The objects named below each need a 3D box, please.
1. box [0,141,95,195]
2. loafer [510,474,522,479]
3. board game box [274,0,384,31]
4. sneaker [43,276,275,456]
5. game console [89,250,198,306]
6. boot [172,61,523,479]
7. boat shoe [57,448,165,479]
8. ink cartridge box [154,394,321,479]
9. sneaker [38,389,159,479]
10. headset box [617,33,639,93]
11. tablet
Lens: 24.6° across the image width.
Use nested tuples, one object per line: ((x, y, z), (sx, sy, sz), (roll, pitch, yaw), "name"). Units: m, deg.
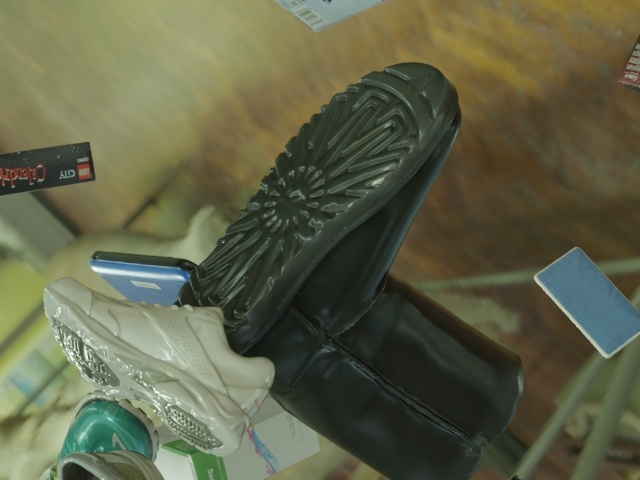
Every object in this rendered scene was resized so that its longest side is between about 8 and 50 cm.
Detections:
((-0.375, -0.061, 1.523), (0.159, 0.233, 0.044), (-6, 95, 48), "box")
((0.250, 0.258, 1.339), (0.220, 0.078, 0.080), (8, 161, 31), "loafer")
((0.001, -0.473, 2.253), (0.318, 0.066, 0.318), (-16, 142, 41), "board game box")
((-0.142, 0.094, 1.317), (0.232, 0.115, 0.090), (33, 148, 13), "sneaker")
((-0.116, 0.043, 1.912), (0.250, 0.173, 0.293), (43, 159, -27), "game console")
((0.103, 0.066, 1.552), (0.445, 0.367, 0.146), (40, -174, -41), "boot")
((-0.154, 0.340, 1.390), (0.320, 0.118, 0.103), (61, -166, 20), "boat shoe")
((-0.131, 0.295, 2.134), (0.154, 0.212, 0.093), (6, 115, 55), "ink cartridge box")
((-0.262, 0.274, 1.630), (0.107, 0.110, 0.275), (30, 127, -1), "sneaker")
((0.311, -0.159, 1.320), (0.062, 0.083, 0.032), (23, -177, -26), "headset box")
((0.206, 0.046, 1.113), (0.083, 0.054, 0.006), (49, 146, 16), "tablet")
